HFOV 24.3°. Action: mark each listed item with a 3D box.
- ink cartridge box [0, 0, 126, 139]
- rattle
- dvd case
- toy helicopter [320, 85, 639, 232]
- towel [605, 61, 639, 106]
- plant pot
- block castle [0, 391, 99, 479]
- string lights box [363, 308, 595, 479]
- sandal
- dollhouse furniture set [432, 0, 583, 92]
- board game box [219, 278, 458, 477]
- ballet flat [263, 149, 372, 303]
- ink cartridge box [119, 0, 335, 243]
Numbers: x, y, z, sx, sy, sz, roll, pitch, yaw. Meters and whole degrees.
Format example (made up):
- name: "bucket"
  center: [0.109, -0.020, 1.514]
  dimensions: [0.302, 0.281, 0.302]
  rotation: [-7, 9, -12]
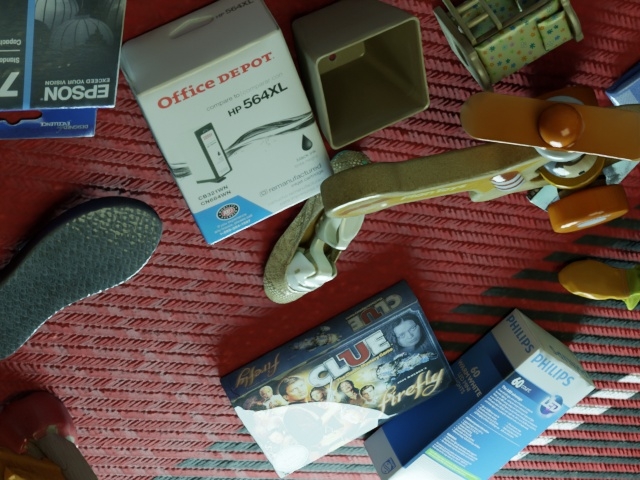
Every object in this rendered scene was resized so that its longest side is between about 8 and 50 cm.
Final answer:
- name: "ink cartridge box"
  center: [-0.254, -0.210, 1.293]
  dimensions: [0.165, 0.065, 0.332]
  rotation: [-5, 130, -21]
- name: "rattle"
  center: [0.377, 0.095, 1.827]
  dimensions: [0.143, 0.130, 0.199]
  rotation: [-17, 160, 4]
- name: "dvd case"
  center: [0.301, -0.074, 1.688]
  dimensions: [0.087, 0.013, 0.119]
  rotation: [28, 111, -38]
- name: "toy helicopter"
  center: [0.174, -0.076, 1.461]
  dimensions: [0.355, 0.140, 0.235]
  rotation: [-12, 172, -16]
- name: "towel"
  center: [0.465, -0.148, 1.688]
  dimensions: [0.209, 0.034, 0.285]
  rotation: [-38, 131, 11]
- name: "plant pot"
  center: [0.029, -0.172, 1.422]
  dimensions: [0.109, 0.096, 0.109]
  rotation: [-25, 135, -14]
- name: "block castle"
  center: [-0.472, 0.252, 1.483]
  dimensions: [0.453, 0.213, 0.303]
  rotation: [27, 101, -45]
- name: "string lights box"
  center: [0.196, 0.216, 1.837]
  dimensions: [0.260, 0.076, 0.133]
  rotation: [-43, 132, 13]
- name: "sandal"
  center: [-0.272, 0.027, 1.495]
  dimensions: [0.254, 0.054, 0.097]
  rotation: [-32, 127, 17]
- name: "dollhouse furniture set"
  center: [0.196, -0.260, 1.426]
  dimensions: [0.182, 0.101, 0.161]
  rotation: [-31, 133, 2]
- name: "board game box"
  center: [0.024, 0.165, 1.740]
  dimensions: [0.243, 0.042, 0.165]
  rotation: [-29, 133, 0]
- name: "ballet flat"
  center: [0.000, 0.000, 1.576]
  dimensions: [0.073, 0.067, 0.206]
  rotation: [8, 124, -30]
- name: "ink cartridge box"
  center: [-0.087, -0.117, 1.427]
  dimensions: [0.148, 0.086, 0.203]
  rotation: [-26, 134, -3]
